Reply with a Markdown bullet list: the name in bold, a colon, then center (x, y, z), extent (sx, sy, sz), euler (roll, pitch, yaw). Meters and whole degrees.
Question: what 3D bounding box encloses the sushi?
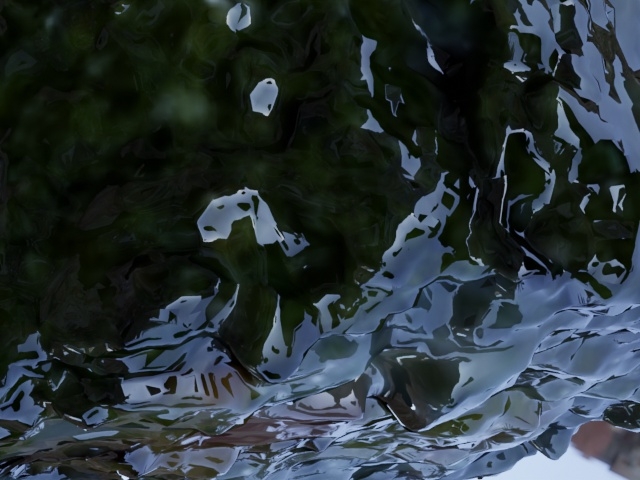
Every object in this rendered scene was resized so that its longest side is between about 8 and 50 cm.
- **sushi**: center (0.000, 0.000, 0.550), extent (0.294, 0.352, 0.178), euler (-20, -110, 20)
